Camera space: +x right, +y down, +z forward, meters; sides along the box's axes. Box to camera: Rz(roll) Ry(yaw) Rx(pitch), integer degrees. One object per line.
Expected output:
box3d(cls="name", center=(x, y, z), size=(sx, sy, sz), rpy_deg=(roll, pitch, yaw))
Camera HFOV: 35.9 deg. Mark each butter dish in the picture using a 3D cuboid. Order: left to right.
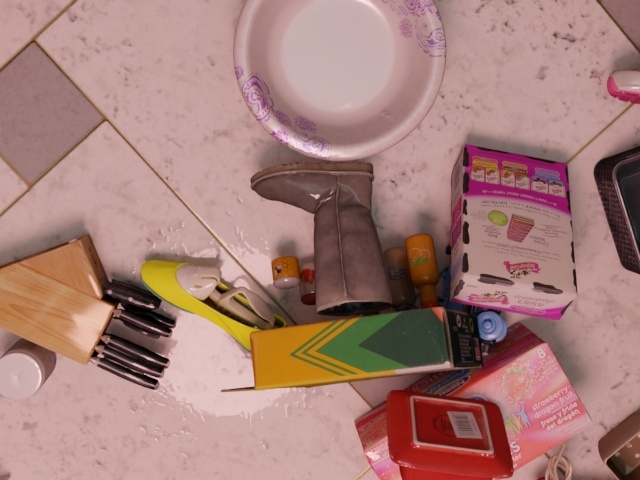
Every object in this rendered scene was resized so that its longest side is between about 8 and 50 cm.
box3d(cls="butter dish", center=(0.159, 0.285, 1.292), size=(0.159, 0.160, 0.118), rpy_deg=(7, 116, -2))

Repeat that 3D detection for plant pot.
box3d(cls="plant pot", center=(0.480, 0.321, 1.479), size=(0.109, 0.096, 0.109), rpy_deg=(-40, 98, 1))

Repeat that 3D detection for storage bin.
box3d(cls="storage bin", center=(0.491, -0.047, 1.446), size=(0.122, 0.084, 0.180), rpy_deg=(-20, 98, -2))

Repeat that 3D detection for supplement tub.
box3d(cls="supplement tub", center=(-0.418, 0.180, 1.398), size=(0.071, 0.107, 0.071), rpy_deg=(0, 96, -3))

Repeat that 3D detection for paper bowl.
box3d(cls="paper bowl", center=(0.022, -0.253, 1.359), size=(0.284, 0.148, 0.284), rpy_deg=(-1, 97, -4))

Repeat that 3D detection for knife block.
box3d(cls="knife block", center=(-0.354, 0.126, 1.406), size=(0.275, 0.088, 0.242), rpy_deg=(-20, 97, -2))

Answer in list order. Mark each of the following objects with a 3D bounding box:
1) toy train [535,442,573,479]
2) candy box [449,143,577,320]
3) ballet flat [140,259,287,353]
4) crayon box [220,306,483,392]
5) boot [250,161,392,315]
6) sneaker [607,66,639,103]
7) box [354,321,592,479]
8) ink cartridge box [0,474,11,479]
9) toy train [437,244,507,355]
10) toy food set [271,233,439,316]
box3d(cls="toy train", center=(0.392, 0.388, 1.448), size=(0.143, 0.105, 0.248), rpy_deg=(-2, 123, -15))
box3d(cls="candy box", center=(0.265, -0.014, 1.375), size=(0.159, 0.071, 0.233), rpy_deg=(11, 53, -5))
box3d(cls="ballet flat", center=(-0.146, 0.081, 1.417), size=(0.231, 0.077, 0.077), rpy_deg=(35, 128, -11))
box3d(cls="crayon box", center=(0.043, 0.152, 1.343), size=(0.318, 0.202, 0.081), rpy_deg=(-10, 80, 18))
box3d(cls="boot", center=(-0.001, 0.000, 1.338), size=(0.189, 0.076, 0.209), rpy_deg=(-4, 76, 8))
box3d(cls="sneaker", center=(0.527, -0.266, 1.422), size=(0.252, 0.103, 0.111), rpy_deg=(-15, 93, -9))
box3d(cls="box", center=(0.214, 0.264, 1.428), size=(0.300, 0.154, 0.142), rpy_deg=(-31, 98, 1))
box3d(cls="ink cartridge box", center=(-0.553, 0.329, 1.403), size=(0.198, 0.115, 0.067), rpy_deg=(-2, 96, -5))
box3d(cls="toy train", center=(0.225, 0.073, 1.435), size=(0.105, 0.080, 0.184), rpy_deg=(9, 83, 17))
box3d(cls="toy food set", center=(0.051, 0.068, 1.400), size=(0.232, 0.111, 0.105), rpy_deg=(-9, 72, 3))
